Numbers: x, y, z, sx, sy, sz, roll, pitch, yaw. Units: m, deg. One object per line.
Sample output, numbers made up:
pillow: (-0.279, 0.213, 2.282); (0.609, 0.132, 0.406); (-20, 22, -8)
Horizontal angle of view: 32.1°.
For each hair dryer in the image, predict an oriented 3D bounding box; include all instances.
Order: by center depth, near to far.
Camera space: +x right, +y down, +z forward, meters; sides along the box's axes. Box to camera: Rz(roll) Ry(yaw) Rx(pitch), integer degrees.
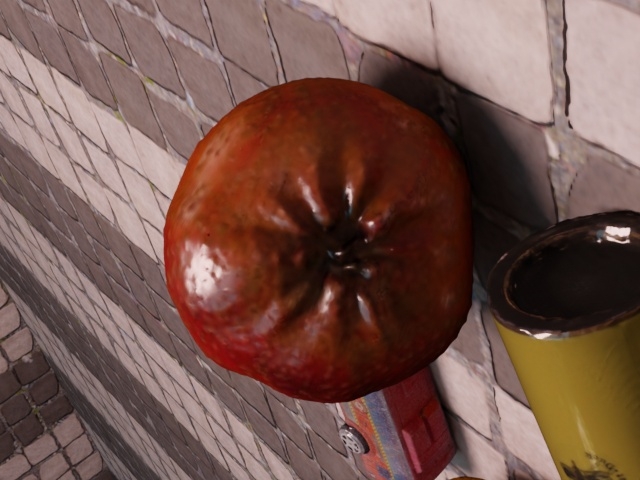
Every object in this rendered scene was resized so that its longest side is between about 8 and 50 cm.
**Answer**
hair dryer: (0.197, 0.079, 0.450); (0.278, 0.090, 0.135); (13, 134, 52)

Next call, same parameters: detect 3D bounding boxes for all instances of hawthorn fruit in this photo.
hawthorn fruit: (0.000, 0.000, 0.638); (0.179, 0.179, 0.200); (56, 180, -3)

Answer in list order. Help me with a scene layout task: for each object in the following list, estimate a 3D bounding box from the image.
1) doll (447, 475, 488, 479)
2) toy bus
doll: (0.097, 0.293, 0.759); (0.213, 0.236, 0.213); (38, 154, 22)
toy bus: (0.046, 0.109, 0.834); (0.077, 0.065, 0.192); (20, 141, 45)
